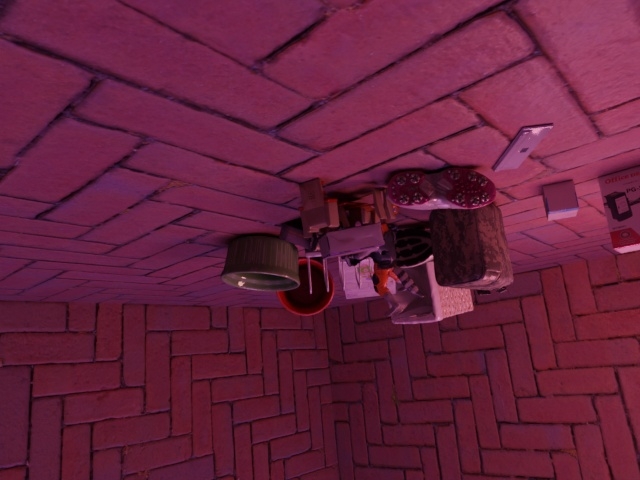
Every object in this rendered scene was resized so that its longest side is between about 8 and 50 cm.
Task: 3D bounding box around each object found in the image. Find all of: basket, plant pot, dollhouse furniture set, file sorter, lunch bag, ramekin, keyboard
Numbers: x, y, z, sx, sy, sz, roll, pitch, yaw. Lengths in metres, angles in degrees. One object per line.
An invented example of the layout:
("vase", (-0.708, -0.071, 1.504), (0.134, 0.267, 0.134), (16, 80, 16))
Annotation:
("basket", (0.508, 0.213, 2.315), (0.266, 0.331, 0.328), (-7, 173, -33))
("plant pot", (-0.074, 0.225, 2.346), (0.274, 0.275, 0.243), (-5, 175, -2))
("dollhouse furniture set", (0.049, -0.099, 1.408), (0.262, 0.135, 0.259), (-14, 175, 30))
("file sorter", (0.082, 0.097, 1.903), (0.277, 0.173, 0.193), (-5, -168, -2))
("lunch bag", (0.530, 0.024, 1.638), (0.256, 0.305, 0.212), (6, 162, -35))
("ramekin", (-0.224, 0.091, 1.859), (0.303, 0.148, 0.303), (3, 161, 1))
("keyboard", (0.507, -0.230, 1.224), (0.072, 0.014, 0.256), (-11, 166, 1))

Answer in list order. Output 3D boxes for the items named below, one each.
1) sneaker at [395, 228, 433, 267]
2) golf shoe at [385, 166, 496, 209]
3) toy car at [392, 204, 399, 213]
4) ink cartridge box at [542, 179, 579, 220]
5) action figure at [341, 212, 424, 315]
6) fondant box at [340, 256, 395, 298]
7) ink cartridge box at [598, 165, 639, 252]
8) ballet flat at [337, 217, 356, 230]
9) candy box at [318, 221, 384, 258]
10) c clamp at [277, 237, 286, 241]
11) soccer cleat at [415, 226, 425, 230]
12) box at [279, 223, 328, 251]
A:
("sneaker", (0.425, 0.038, 1.874), (0.410, 0.158, 0.182), (-12, 156, 11))
("golf shoe", (0.330, -0.139, 1.352), (0.306, 0.115, 0.140), (3, 175, -4))
("toy car", (0.198, -0.097, 1.568), (0.122, 0.041, 0.060), (-8, 166, 7))
("ink cartridge box", (0.781, -0.125, 1.573), (0.089, 0.092, 0.143), (-11, 165, 21))
("action figure", (0.244, 0.044, 1.682), (0.178, 0.330, 0.341), (-11, -163, 43))
("fondant box", (0.213, 0.137, 2.174), (0.238, 0.096, 0.330), (-7, 145, 5))
("ink cartridge box", (0.963, -0.099, 1.454), (0.172, 0.237, 0.100), (-18, 159, 41))
("ballet flat", (0.072, -0.052, 1.671), (0.074, 0.074, 0.203), (-9, 172, 15))
("candy box", (0.089, 0.004, 1.468), (0.164, 0.070, 0.196), (-11, 175, -8))
("c clamp", (-0.161, 0.009, 1.906), (0.137, 0.022, 0.160), (1, 164, -43))
("soccer cleat", (0.358, -0.007, 1.961), (0.060, 0.072, 0.179), (16, 136, -25))
("box", (0.000, 0.000, 1.696), (0.231, 0.056, 0.183), (10, -172, -45))
